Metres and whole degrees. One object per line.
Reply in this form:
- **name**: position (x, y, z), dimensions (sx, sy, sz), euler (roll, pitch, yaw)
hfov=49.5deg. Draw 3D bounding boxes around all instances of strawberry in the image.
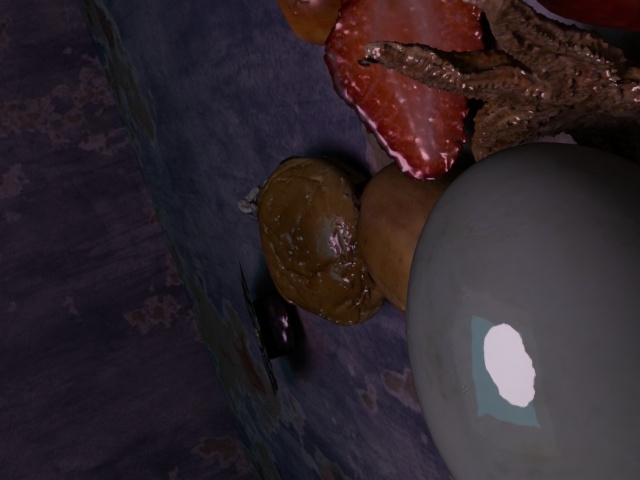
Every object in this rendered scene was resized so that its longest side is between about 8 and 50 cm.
- **strawberry**: position (0.095, -0.193, 0.754), dimensions (0.175, 0.107, 0.236), euler (15, 104, 17)

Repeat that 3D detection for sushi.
- **sushi**: position (-0.102, 0.214, 1.672), dimensions (0.373, 0.100, 0.296), euler (104, 148, -72)

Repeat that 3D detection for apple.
- **apple**: position (0.004, -0.305, 0.823), dimensions (0.146, 0.146, 0.146), euler (49, 152, 37)

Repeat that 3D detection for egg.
- **egg**: position (0.216, 0.106, 0.548), dimensions (0.389, 0.276, 0.276), euler (60, 160, -12)

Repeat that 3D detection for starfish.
- **starfish**: position (0.174, -0.112, 0.541), dimensions (0.299, 0.302, 0.060), euler (3, 73, 57)

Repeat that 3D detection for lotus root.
- **lotus root**: position (0.122, -0.010, 0.823), dimensions (0.310, 0.182, 0.183), euler (48, 152, 51)

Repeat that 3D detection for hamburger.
- **hamburger**: position (0.000, 0.002, 1.099), dimensions (0.285, 0.134, 0.265), euler (9, 125, 48)

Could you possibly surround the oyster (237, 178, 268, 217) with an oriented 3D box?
- **oyster**: position (-0.044, -0.043, 1.308), dimensions (0.252, 0.087, 0.199), euler (48, 155, 12)

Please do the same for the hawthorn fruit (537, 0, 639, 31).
- **hawthorn fruit**: position (0.179, -0.212, 0.358), dimensions (0.224, 0.261, 0.224), euler (17, 127, 24)
